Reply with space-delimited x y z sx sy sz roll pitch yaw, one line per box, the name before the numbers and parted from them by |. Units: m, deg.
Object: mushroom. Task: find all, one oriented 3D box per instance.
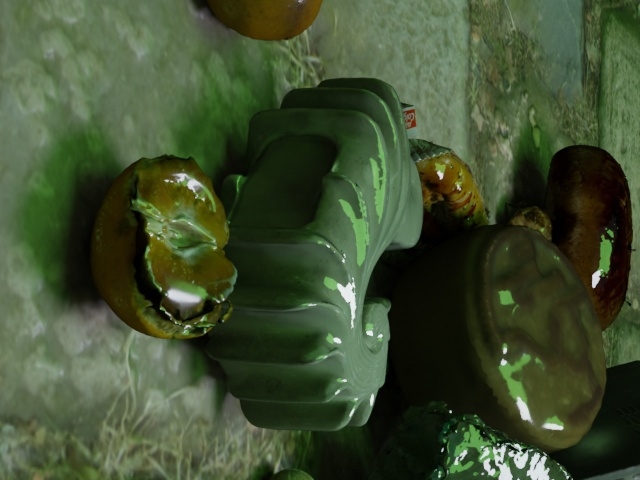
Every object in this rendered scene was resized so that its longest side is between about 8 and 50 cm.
mushroom | 0.382 0.004 2.303 0.278 0.163 0.297 25 67 -60

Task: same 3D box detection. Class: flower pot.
flower pot | 0.000 0.000 1.576 0.254 0.165 0.367 67 33 -43

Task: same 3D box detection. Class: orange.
orange | -0.141 0.011 1.359 0.160 0.112 0.170 63 20 -3
orange | -0.051 -0.273 1.556 0.156 0.134 0.156 -56 176 -6

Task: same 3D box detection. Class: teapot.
teapot | 0.074 0.156 1.833 0.111 0.043 0.042 43 50 -59

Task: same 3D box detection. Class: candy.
candy | -0.034 0.253 1.535 0.202 0.061 0.061 74 18 -80

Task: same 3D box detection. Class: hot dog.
hot dog | 0.131 -0.045 1.886 0.253 0.131 0.069 44 26 -58

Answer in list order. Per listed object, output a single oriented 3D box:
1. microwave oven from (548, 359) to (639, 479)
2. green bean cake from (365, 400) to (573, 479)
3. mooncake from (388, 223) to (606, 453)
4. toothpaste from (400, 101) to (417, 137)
microwave oven | 0.406 0.433 2.082 0.374 0.236 0.432 -118 -165 -72
green bean cake | 0.152 0.321 1.711 0.241 0.132 0.255 28 91 -28
mooncake | 0.219 0.124 1.861 0.284 0.156 0.284 26 53 -39
toothpaste | 0.058 -0.133 1.832 0.196 0.040 0.047 -21 108 -62
